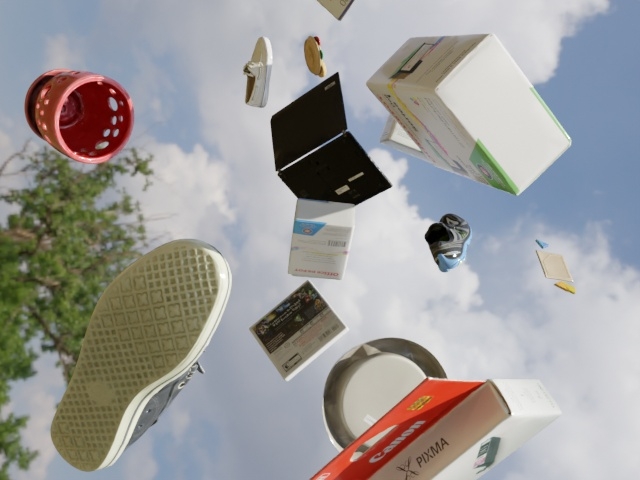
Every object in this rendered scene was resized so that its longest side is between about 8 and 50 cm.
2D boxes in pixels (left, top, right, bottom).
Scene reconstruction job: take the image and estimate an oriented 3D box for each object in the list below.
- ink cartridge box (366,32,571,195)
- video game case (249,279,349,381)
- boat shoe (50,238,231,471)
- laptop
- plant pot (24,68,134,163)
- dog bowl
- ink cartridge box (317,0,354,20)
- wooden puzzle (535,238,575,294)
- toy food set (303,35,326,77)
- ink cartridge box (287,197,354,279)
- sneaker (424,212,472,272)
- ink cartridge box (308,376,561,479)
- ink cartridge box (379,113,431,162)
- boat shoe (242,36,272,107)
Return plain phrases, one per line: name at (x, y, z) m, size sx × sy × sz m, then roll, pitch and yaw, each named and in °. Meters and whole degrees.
ink cartridge box at (0.209, -0.196, 1.102) m, size 0.201 × 0.117 × 0.278 m, roll 46°, pitch -1°, yaw -21°
video game case at (-0.053, 0.211, 1.738) m, size 0.173 × 0.190 × 0.022 m, roll 49°, pitch -2°, yaw 34°
boat shoe at (-0.291, 0.185, 1.228) m, size 0.187 × 0.156 × 0.500 m, roll 39°, pitch -64°, yaw 10°
laptop at (0.019, -0.211, 1.731) m, size 0.234 × 0.136 × 0.264 m, roll -26°, pitch -66°, yaw 38°
plant pot at (-0.528, -0.277, 1.595) m, size 0.174 × 0.191 × 0.191 m, roll 24°, pitch -61°, yaw 42°
dog bowl at (0.165, 0.421, 1.937) m, size 0.102 × 0.349 × 0.348 m, roll -176°, pitch -103°, yaw -80°
ink cartridge box at (0.028, -0.641, 1.377) m, size 0.330 × 0.071 × 0.324 m, roll 46°, pitch -64°, yaw 11°
wooden puzzle at (0.456, 0.052, 1.432) m, size 0.116 × 0.079 × 0.014 m, roll -89°, pitch -157°, yaw -43°
toy food set at (-0.012, -0.376, 1.490) m, size 0.083 × 0.020 × 0.082 m, roll -129°, pitch -152°, yaw -53°
ink cartridge box at (0.000, 0.000, 1.110) m, size 0.122 × 0.089 × 0.052 m, roll 100°, pitch -5°, yaw -45°
sneaker at (0.241, -0.011, 1.391) m, size 0.067 × 0.188 × 0.078 m, roll -29°, pitch -75°, yaw 25°
ink cartridge box at (0.129, 0.268, 0.906) m, size 0.275 × 0.239 × 0.060 m, roll -48°, pitch -127°, yaw 27°
ink cartridge box at (0.234, -0.281, 1.552) m, size 0.087 × 0.153 × 0.208 m, roll -163°, pitch -86°, yaw -79°
boat shoe at (-0.093, -0.240, 1.044) m, size 0.035 × 0.035 × 0.100 m, roll 22°, pitch -71°, yaw 57°
